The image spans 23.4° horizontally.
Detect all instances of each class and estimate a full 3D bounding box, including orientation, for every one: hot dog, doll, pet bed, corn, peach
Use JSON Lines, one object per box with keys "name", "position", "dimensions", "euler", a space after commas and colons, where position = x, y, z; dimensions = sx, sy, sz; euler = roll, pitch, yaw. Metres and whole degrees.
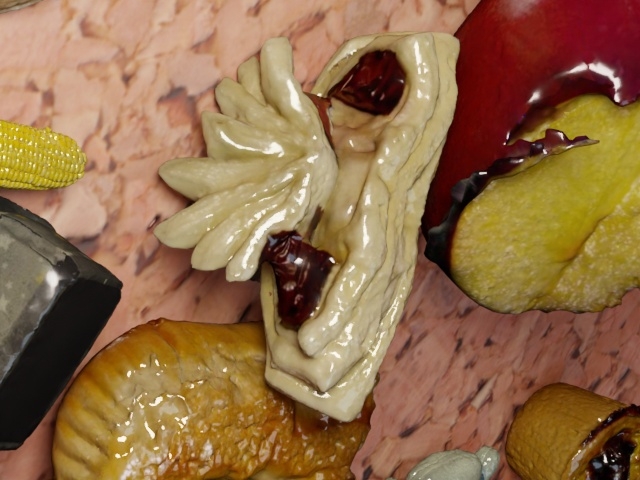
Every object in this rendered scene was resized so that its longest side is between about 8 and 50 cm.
{"name": "hot dog", "position": [-0.146, 0.258, 1.691], "dimensions": [0.365, 0.196, 0.367], "euler": [-1, 109, -48]}
{"name": "doll", "position": [0.166, 0.340, 2.143], "dimensions": [0.214, 0.071, 0.103], "euler": [-16, 123, -35]}
{"name": "pet bed", "position": [-0.314, 0.072, 1.438], "dimensions": [0.211, 0.159, 0.183], "euler": [-57, 167, 0]}
{"name": "corn", "position": [-0.303, -0.081, 1.406], "dimensions": [0.206, 0.067, 0.067], "euler": [4, 111, -48]}
{"name": "peach", "position": [0.282, -0.106, 1.750], "dimensions": [0.339, 0.353, 0.416], "euler": [22, 93, -24]}

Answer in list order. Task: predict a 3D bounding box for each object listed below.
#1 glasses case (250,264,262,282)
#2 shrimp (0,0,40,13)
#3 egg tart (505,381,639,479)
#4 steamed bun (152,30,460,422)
{"name": "glasses case", "position": [-0.001, 0.001, 1.788], "dimensions": [0.191, 0.042, 0.072], "euler": [-13, 130, -40]}
{"name": "shrimp", "position": [-0.235, -0.282, 1.353], "dimensions": [0.317, 0.077, 0.168], "euler": [-14, 134, -35]}
{"name": "egg tart", "position": [0.375, 0.309, 2.261], "dimensions": [0.215, 0.171, 0.215], "euler": [-26, 131, -34]}
{"name": "steamed bun", "position": [-0.019, -0.054, 1.602], "dimensions": [0.189, 0.247, 0.428], "euler": [41, 65, -62]}
